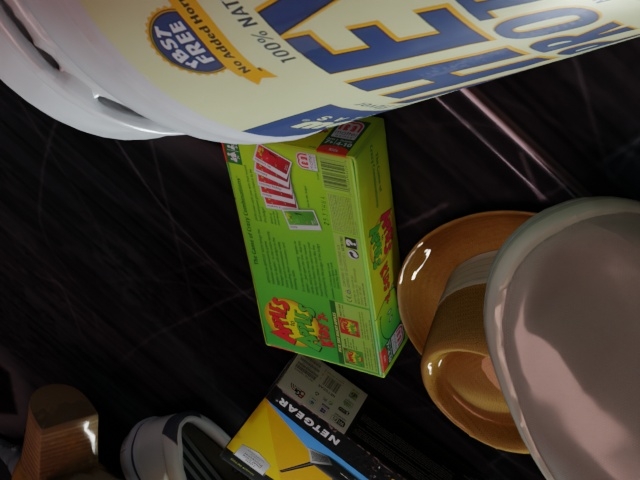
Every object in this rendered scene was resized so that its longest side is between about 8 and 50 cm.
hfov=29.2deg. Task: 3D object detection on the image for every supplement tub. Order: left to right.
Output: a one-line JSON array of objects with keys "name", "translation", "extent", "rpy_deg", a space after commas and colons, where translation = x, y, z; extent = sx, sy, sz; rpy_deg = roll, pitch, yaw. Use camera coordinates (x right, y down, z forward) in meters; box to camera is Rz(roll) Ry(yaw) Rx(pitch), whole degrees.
[{"name": "supplement tub", "translation": [0.015, -0.168, 0.465], "extent": [0.324, 0.235, 0.235], "rpy_deg": [-12, 120, 42]}]

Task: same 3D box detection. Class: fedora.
[{"name": "fedora", "translation": [0.124, 0.072, 0.738], "extent": [0.194, 0.079, 0.194], "rpy_deg": [19, 137, 19]}]

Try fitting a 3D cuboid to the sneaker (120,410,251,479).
[{"name": "sneaker", "translation": [-0.062, 0.249, 1.027], "extent": [0.258, 0.094, 0.091], "rpy_deg": [47, 143, -11]}]

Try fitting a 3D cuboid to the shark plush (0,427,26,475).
[{"name": "shark plush", "translation": [-0.269, 0.208, 1.192], "extent": [0.161, 0.073, 0.067], "rpy_deg": [19, 121, 50]}]

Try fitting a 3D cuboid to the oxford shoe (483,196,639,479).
[{"name": "oxford shoe", "translation": [0.247, 0.167, 0.640], "extent": [0.169, 0.130, 0.449], "rpy_deg": [-34, 98, 5]}]

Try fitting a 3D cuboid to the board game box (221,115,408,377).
[{"name": "board game box", "translation": [0.000, 0.000, 0.784], "extent": [0.092, 0.043, 0.181], "rpy_deg": [14, 135, 26]}]

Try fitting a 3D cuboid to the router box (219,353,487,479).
[{"name": "router box", "translation": [0.025, 0.175, 0.932], "extent": [0.179, 0.046, 0.133], "rpy_deg": [35, 140, 1]}]

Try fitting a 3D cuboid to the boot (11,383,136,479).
[{"name": "boot", "translation": [-0.178, 0.277, 0.991], "extent": [0.295, 0.104, 0.211], "rpy_deg": [50, 141, 47]}]
